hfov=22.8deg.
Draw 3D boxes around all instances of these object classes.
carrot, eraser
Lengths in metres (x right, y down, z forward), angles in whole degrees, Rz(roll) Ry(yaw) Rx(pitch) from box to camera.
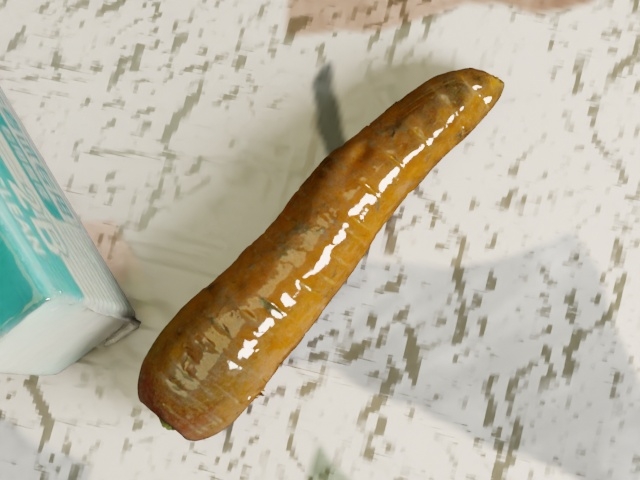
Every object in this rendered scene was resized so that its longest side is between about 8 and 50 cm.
[{"bbox_3d":[0.000,0.000,0.626,0.047,0.047,0.191,40,85,14],"label":"carrot"},{"bbox_3d":[-0.160,-0.050,0.635,0.052,0.095,0.225,-34,77,9],"label":"eraser"}]
